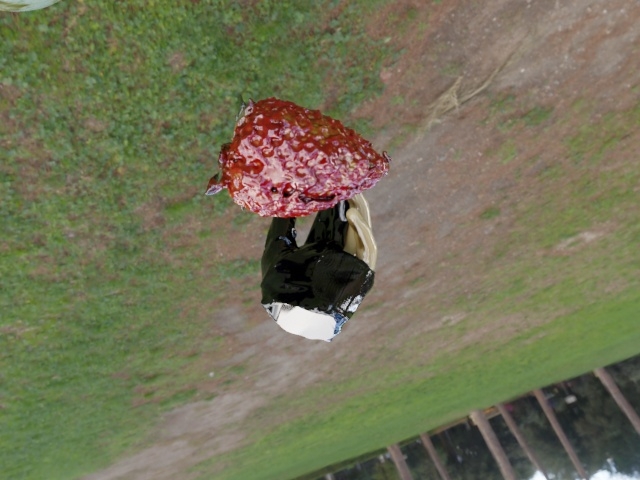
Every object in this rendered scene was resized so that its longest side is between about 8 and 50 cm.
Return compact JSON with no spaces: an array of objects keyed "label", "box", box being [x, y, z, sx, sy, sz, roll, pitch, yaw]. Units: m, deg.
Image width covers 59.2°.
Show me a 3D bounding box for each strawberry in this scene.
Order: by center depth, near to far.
[{"label":"strawberry","box":[-0.025,-0.088,0.762,0.228,0.098,0.174,19,109,-8]}]

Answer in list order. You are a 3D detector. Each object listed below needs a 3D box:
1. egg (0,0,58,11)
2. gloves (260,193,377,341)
[{"label":"egg","box":[-0.211,-0.224,0.301,0.169,0.169,0.231,-25,157,1]},{"label":"gloves","box":[-0.001,0.007,0.918,0.197,0.300,0.152,12,162,14]}]
